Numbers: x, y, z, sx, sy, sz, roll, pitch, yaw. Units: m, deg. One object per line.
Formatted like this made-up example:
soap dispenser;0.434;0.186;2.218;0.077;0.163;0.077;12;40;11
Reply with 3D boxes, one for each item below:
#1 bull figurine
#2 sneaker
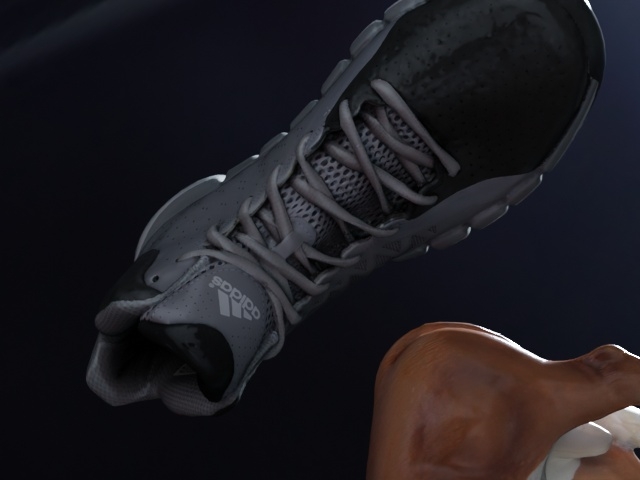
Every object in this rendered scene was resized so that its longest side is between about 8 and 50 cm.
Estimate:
bull figurine;0.080;0.183;0.750;0.188;0.101;0.310;5;-109;10
sneaker;0.000;0.000;0.599;0.229;0.086;0.132;-38;-170;33
